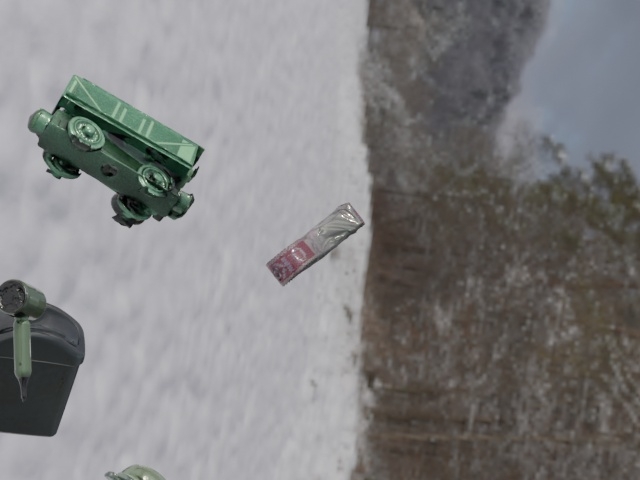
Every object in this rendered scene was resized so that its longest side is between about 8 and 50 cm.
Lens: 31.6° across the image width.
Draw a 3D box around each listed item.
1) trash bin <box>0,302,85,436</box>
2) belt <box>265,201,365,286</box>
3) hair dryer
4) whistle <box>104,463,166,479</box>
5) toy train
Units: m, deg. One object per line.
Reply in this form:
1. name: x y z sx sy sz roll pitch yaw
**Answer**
1. trash bin: -0.501 0.215 1.915 0.101 0.177 0.236 -112 -142 -52
2. belt: 0.000 0.000 1.789 0.071 0.053 0.232 -40 179 42
3. hair dryer: -0.375 0.126 1.413 0.071 0.047 0.150 63 24 -77
4. whistle: -0.175 0.361 1.432 0.077 0.236 0.114 -58 -167 -24
5. toy train: -0.312 -0.127 1.708 0.115 0.269 0.154 -51 -162 30
